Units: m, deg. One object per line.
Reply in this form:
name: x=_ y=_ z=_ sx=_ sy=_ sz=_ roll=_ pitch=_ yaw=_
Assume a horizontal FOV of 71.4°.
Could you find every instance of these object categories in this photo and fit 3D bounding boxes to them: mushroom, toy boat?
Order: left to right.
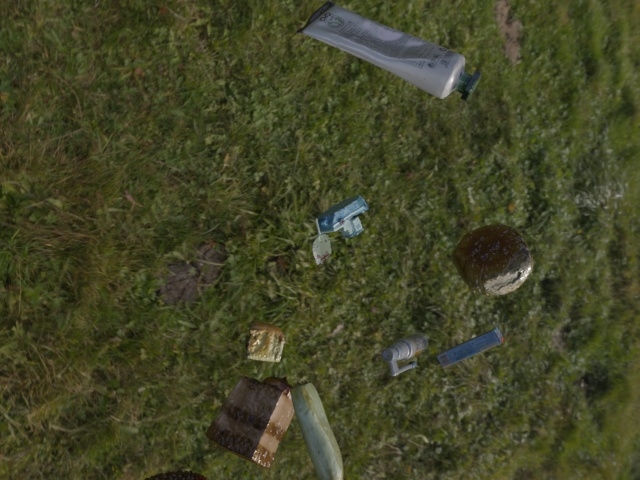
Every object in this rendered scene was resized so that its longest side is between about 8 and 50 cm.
mushroom: x=-0.005 y=0.566 z=1.281 sx=0.100 sy=0.081 sz=0.312 roll=16 pitch=51 yaw=-62
toy boat: x=0.076 y=-0.060 z=1.305 sx=0.215 sy=0.088 sz=0.102 roll=-36 pitch=111 yaw=-42

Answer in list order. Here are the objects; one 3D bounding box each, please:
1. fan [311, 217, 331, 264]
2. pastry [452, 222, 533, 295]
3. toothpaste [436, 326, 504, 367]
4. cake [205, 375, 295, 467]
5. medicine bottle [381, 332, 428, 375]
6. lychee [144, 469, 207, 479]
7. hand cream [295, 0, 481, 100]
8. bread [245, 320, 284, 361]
fan: x=0.000 y=0.000 z=0.777 sx=0.056 sy=0.004 sz=0.083 roll=-33 pitch=119 yaw=-49
pastry: x=0.439 y=0.047 z=1.131 sx=0.182 sy=0.192 sz=0.093 roll=-27 pitch=128 yaw=7
toothpaste: x=0.447 y=0.317 z=1.325 sx=0.070 sy=0.193 sz=0.044 roll=-3 pitch=63 yaw=-58
cake: x=-0.211 y=0.569 z=1.477 sx=0.292 sy=0.199 sz=0.196 roll=-62 pitch=150 yaw=-26
medicine bottle: x=0.244 y=0.326 z=1.278 sx=0.221 sy=0.061 sz=0.092 roll=4 pitch=70 yaw=-55
lychee: x=-0.456 y=0.813 z=1.339 sx=0.272 sy=0.271 sz=0.271 roll=1 pitch=89 yaw=-35
hand cream: x=0.122 y=-0.343 z=0.798 sx=0.336 sy=0.076 sz=0.121 roll=30 pitch=57 yaw=14
bread: x=-0.223 y=0.459 z=1.983 sx=0.251 sy=0.133 sz=0.174 roll=45 pitch=51 yaw=-63
